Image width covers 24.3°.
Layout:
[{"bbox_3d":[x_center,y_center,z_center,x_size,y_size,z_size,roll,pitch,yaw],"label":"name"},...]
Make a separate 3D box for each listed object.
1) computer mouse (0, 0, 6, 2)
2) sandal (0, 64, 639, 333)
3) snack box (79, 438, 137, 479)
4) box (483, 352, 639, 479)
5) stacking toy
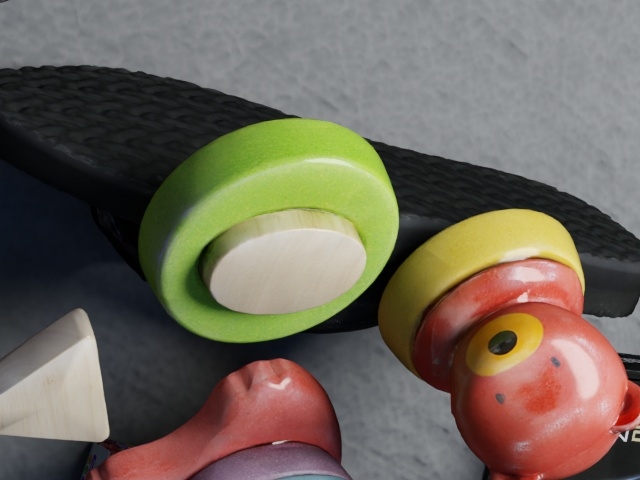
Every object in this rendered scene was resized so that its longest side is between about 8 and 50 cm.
[{"bbox_3d":[-0.242,-0.191,0.788,0.106,0.042,0.193,-37,119,-9],"label":"computer mouse"},{"bbox_3d":[0.002,0.001,0.878,0.446,0.167,0.107,13,112,-26],"label":"sandal"},{"bbox_3d":[-0.113,0.203,0.923,0.100,0.037,0.141,19,91,-28],"label":"snack box"},{"bbox_3d":[0.196,0.170,1.039,0.147,0.077,0.180,9,96,-26],"label":"box"},{"bbox_3d":[-0.006,0.098,0.773,0.309,0.130,0.279,-41,137,16],"label":"stacking toy"}]
